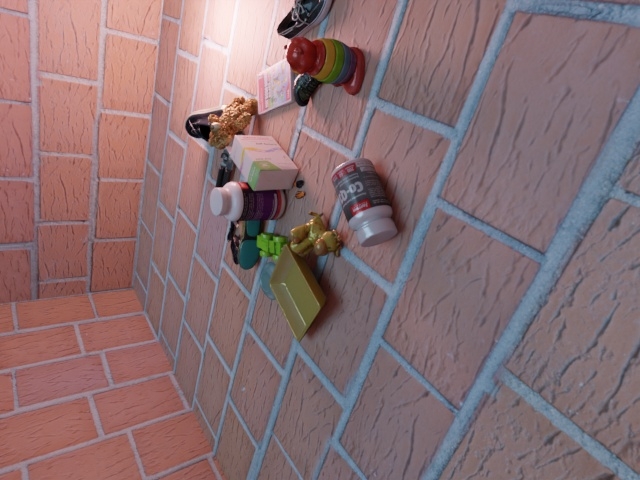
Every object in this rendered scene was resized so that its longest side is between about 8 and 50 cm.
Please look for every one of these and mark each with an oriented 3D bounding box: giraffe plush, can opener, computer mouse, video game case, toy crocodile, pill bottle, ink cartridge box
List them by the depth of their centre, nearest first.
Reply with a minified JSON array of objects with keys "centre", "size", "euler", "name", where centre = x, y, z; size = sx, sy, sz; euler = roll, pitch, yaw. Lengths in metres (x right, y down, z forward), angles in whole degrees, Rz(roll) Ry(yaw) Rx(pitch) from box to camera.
[{"centre":[0.155,-0.131,1.455],"size":[0.161,0.162,0.282],"euler":[-39,63,45],"name":"pill bottle"},{"centre":[0.000,0.000,1.686],"size":[0.171,0.181,0.210],"euler":[37,86,32],"name":"giraffe plush"},{"centre":[-0.336,-0.181,1.923],"size":[0.182,0.323,0.181],"euler":[6,98,50],"name":"pill bottle"},{"centre":[-0.281,-0.386,1.928],"size":[0.353,0.207,0.119],"euler":[53,136,33],"name":"ink cartridge box"},{"centre":[-0.216,-0.727,1.966],"size":[0.285,0.025,0.203],"euler":[1,94,50],"name":"video game case"},{"centre":[-0.209,0.027,1.975],"size":[0.341,0.105,0.115],"euler":[12,103,54],"name":"toy crocodile"},{"centre":[-0.455,-0.002,2.298],"size":[0.262,0.060,0.183],"euler":[60,140,45],"name":"computer mouse"},{"centre":[-0.533,-0.402,2.361],"size":[0.076,0.095,0.283],"euler":[26,126,4],"name":"can opener"}]

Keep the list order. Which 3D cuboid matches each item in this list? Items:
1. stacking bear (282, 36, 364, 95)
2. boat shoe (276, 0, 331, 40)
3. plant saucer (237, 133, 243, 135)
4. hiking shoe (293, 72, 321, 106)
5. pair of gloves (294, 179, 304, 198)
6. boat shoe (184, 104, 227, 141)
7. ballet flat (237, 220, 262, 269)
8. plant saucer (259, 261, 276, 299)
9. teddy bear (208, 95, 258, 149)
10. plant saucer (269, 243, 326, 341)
[{"centre":[0.004,-0.647,1.493],"size":[0.175,0.289,0.164],"euler":[45,126,39],"name":"stacking bear"},{"centre":[-0.075,-0.942,1.711],"size":[0.307,0.105,0.113],"euler":[-9,86,51],"name":"boat shoe"},{"centre":[-0.430,-0.517,2.248],"size":[0.119,0.021,0.119],"euler":[5,97,51],"name":"plant saucer"},{"centre":[-0.041,-0.660,1.709],"size":[0.114,0.086,0.226],"euler":[43,124,44],"name":"hiking shoe"},{"centre":[-0.095,-0.231,1.871],"size":[0.074,0.010,0.083],"euler":[-9,83,52],"name":"pair of gloves"},{"centre":[-0.636,-0.638,2.356],"size":[0.501,0.187,0.155],"euler":[4,76,46],"name":"boat shoe"},{"centre":[-0.363,-0.023,2.152],"size":[0.123,0.123,0.347],"euler":[28,115,46],"name":"ballet flat"},{"centre":[-0.263,0.207,2.094],"size":[0.195,0.038,0.194],"euler":[5,97,51],"name":"plant saucer"},{"centre":[-0.447,-0.610,2.067],"size":[0.245,0.338,0.113],"euler":[37,163,28],"name":"teddy bear"},{"centre":[-0.094,0.227,1.816],"size":[0.332,0.081,0.332],"euler":[60,145,26],"name":"plant saucer"}]
